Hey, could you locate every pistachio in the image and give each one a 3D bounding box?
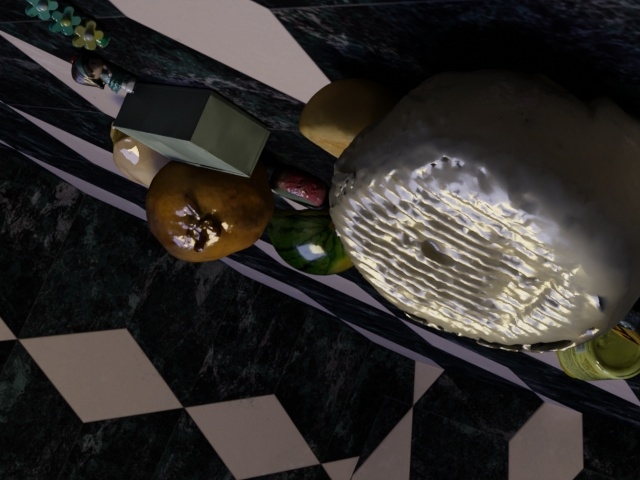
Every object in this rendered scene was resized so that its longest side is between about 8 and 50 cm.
[{"bbox_3d":[-0.289,-0.160,2.104,0.145,0.117,0.200,-18,142,19],"label":"pistachio"}]

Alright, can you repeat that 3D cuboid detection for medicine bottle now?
[{"bbox_3d":[0.504,0.193,2.128,0.124,0.124,0.239,23,172,0],"label":"medicine bottle"}]

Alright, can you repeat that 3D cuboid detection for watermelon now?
[{"bbox_3d":[0.001,0.000,2.147,0.204,0.127,0.232,3,180,-24],"label":"watermelon"}]

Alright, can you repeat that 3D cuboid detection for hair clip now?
[{"bbox_3d":[-0.354,-0.303,1.597,0.173,0.049,0.049,32,168,-38],"label":"hair clip"}]

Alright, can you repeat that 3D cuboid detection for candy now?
[{"bbox_3d":[-0.039,-0.093,2.055,0.103,0.043,0.103,21,173,3],"label":"candy"}]

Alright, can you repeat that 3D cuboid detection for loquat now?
[{"bbox_3d":[-0.190,-0.065,2.016,0.238,0.238,0.193,8,118,61],"label":"loquat"}]

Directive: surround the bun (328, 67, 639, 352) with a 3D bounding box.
[{"bbox_3d":[0.184,-0.046,1.203,0.360,0.211,0.359,19,154,10],"label":"bun"}]

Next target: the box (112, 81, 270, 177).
[{"bbox_3d":[-0.203,-0.176,1.842,0.129,0.086,0.225,30,170,-40],"label":"box"}]

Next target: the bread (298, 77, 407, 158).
[{"bbox_3d":[0.082,-0.120,1.379,0.147,0.098,0.217,9,162,44],"label":"bread"}]

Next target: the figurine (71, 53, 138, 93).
[{"bbox_3d":[-0.339,-0.259,1.846,0.106,0.047,0.060,18,-151,-16],"label":"figurine"}]

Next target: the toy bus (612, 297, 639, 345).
[{"bbox_3d":[0.414,0.065,1.578,0.123,0.121,0.335,28,176,38],"label":"toy bus"}]
